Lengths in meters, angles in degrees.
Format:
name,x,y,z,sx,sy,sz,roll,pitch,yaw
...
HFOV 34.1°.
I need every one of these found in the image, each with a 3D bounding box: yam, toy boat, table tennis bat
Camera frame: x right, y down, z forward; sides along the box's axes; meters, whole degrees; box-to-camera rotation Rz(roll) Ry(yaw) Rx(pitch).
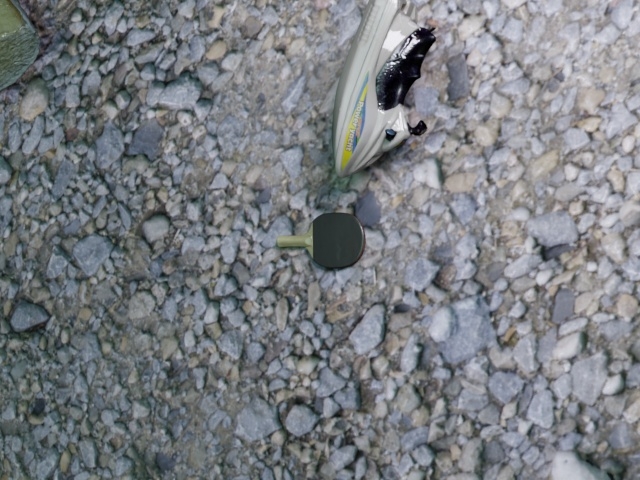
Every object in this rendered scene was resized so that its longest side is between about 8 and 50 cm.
name,x,y,z,sx,sy,sz,roll,pitch,yaw
yam,-0.662,-0.406,1.926,0.271,0.202,0.201,56,151,14
toy boat,0.094,-0.218,1.502,0.140,0.140,0.270,10,97,31
table tennis bat,0.000,0.000,1.620,0.156,0.013,0.087,0,90,31
